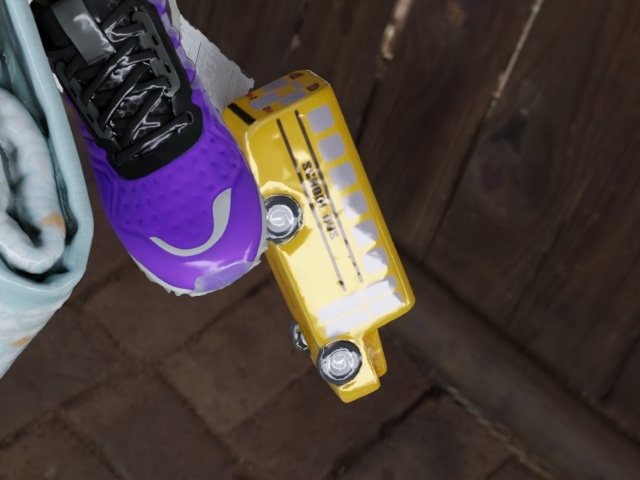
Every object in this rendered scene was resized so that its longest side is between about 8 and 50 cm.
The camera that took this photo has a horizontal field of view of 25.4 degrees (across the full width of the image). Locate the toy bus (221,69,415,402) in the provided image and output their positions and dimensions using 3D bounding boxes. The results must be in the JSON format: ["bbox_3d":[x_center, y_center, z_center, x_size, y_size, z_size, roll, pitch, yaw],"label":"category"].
[{"bbox_3d":[0.000,0.000,1.494,0.130,0.333,0.108,-27,24,-10],"label":"toy bus"}]

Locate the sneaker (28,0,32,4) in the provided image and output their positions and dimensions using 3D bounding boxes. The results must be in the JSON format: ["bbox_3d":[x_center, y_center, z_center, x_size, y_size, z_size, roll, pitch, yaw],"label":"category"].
[{"bbox_3d":[-0.315,-0.343,1.394,0.130,0.322,0.236,22,57,-60],"label":"sneaker"}]

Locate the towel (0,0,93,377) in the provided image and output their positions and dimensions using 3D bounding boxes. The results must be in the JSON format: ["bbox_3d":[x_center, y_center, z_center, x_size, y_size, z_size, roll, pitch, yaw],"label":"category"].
[{"bbox_3d":[-0.264,-0.085,0.959,0.090,0.320,0.374,-9,73,-27],"label":"towel"}]

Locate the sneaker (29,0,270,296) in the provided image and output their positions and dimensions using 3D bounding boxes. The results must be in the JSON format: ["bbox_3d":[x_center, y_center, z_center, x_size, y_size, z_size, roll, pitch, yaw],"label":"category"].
[{"bbox_3d":[-0.131,-0.101,0.924,0.102,0.146,0.293,-27,61,3],"label":"sneaker"}]

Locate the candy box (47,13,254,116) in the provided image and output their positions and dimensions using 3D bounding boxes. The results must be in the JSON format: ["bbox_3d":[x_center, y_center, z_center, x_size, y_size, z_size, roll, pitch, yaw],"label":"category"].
[{"bbox_3d":[-0.192,-0.180,1.493,0.165,0.196,0.070,2,71,30],"label":"candy box"}]
